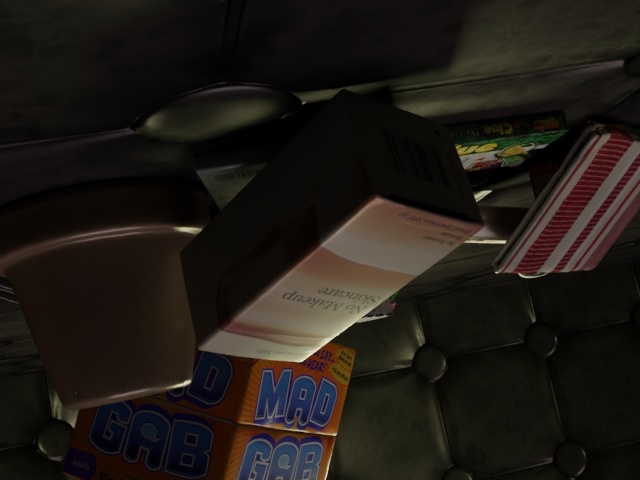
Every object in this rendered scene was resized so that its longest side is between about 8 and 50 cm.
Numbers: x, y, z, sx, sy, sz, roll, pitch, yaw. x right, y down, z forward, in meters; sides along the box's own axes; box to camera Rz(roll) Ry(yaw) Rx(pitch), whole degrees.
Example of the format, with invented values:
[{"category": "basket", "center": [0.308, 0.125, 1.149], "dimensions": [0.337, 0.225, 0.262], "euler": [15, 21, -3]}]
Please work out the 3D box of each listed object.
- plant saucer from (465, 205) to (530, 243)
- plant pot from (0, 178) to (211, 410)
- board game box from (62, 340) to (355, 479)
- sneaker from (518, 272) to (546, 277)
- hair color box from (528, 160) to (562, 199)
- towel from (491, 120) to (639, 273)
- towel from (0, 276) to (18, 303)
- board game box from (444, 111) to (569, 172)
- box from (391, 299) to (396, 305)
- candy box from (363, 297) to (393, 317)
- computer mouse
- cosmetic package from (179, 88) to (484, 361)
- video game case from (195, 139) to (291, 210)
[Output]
[{"category": "plant saucer", "center": [0.204, -0.023, 1.331], "dimensions": [0.310, 0.050, 0.310], "euler": [1, 178, 0]}, {"category": "plant pot", "center": [-0.241, 0.072, 1.040], "dimensions": [0.263, 0.229, 0.263], "euler": [-13, 171, -2]}, {"category": "board game box", "center": [-0.201, 0.322, 1.694], "dimensions": [0.356, 0.356, 0.356], "euler": [9, 171, 31]}, {"category": "sneaker", "center": [0.649, 0.036, 2.427], "dimensions": [0.216, 0.079, 0.121], "euler": [-20, 168, -3]}, {"category": "hair color box", "center": [0.381, -0.082, 1.367], "dimensions": [0.043, 0.072, 0.141], "euler": [-19, 169, 40]}, {"category": "towel", "center": [0.382, -0.052, 1.260], "dimensions": [0.329, 0.037, 0.237], "euler": [1, 126, -52]}, {"category": "towel", "center": [-0.360, 0.102, 1.413], "dimensions": [0.209, 0.034, 0.285], "euler": [15, 179, 20]}, {"category": "board game box", "center": [0.152, -0.107, 1.066], "dimensions": [0.259, 0.030, 0.136], "euler": [-9, 167, -16]}, {"category": "box", "center": [0.025, 0.106, 1.876], "dimensions": [0.256, 0.128, 0.122], "euler": [-12, 171, 1]}, {"category": "candy box", "center": [0.039, 0.053, 1.463], "dimensions": [0.070, 0.165, 0.196], "euler": [-14, 171, 27]}, {"category": "computer mouse", "center": [0.239, -0.104, 1.193], "dimensions": [0.242, 0.041, 0.071], "euler": [-18, -179, -3]}, {"category": "cosmetic package", "center": [0.000, 0.000, 0.901], "dimensions": [0.153, 0.129, 0.296], "euler": [11, 142, -37]}, {"category": "video game case", "center": [-0.012, -0.061, 0.990], "dimensions": [0.212, 0.023, 0.193], "euler": [-10, 156, 6]}]
